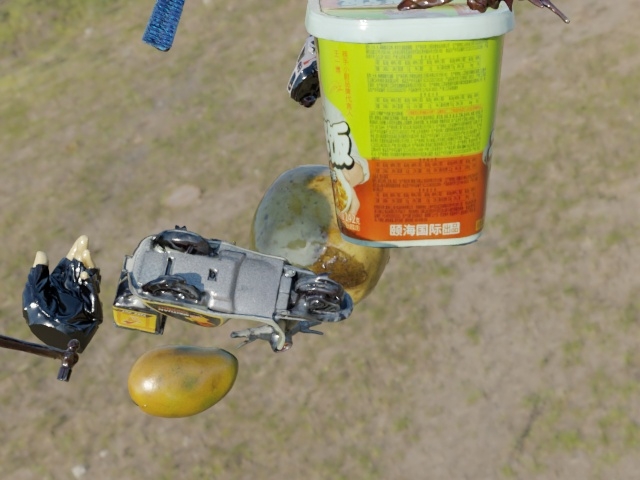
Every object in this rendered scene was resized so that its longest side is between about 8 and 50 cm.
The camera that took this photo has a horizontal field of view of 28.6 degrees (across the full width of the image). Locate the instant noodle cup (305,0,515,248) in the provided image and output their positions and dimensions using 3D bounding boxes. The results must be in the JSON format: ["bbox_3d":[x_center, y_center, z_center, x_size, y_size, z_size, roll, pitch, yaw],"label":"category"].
[{"bbox_3d":[0.118,-0.165,1.666,0.294,0.307,0.294,-2,20,1],"label":"instant noodle cup"}]

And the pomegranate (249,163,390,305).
[{"bbox_3d":[0.000,0.000,2.226,0.281,0.281,0.281,-19,24,9],"label":"pomegranate"}]

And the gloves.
[{"bbox_3d":[-0.459,0.086,2.289,0.164,0.124,0.203,22,56,0],"label":"gloves"}]

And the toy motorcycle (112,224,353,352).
[{"bbox_3d":[-0.096,0.062,1.392,0.263,0.157,0.091,11,60,-2],"label":"toy motorcycle"}]

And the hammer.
[{"bbox_3d":[-0.429,0.156,1.803,0.021,0.178,0.065,-4,71,52],"label":"hammer"}]

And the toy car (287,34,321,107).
[{"bbox_3d":[0.010,-0.315,2.203,0.210,0.108,0.089,-27,-23,-38],"label":"toy car"}]

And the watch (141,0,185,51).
[{"bbox_3d":[-0.210,-0.454,2.096,0.276,0.068,0.274,-54,23,8],"label":"watch"}]

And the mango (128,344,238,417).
[{"bbox_3d":[-0.205,0.211,1.873,0.163,0.111,0.089,7,5,-13],"label":"mango"}]

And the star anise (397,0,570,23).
[{"bbox_3d":[0.167,-0.265,1.202,0.158,0.140,0.144,-58,16,-4],"label":"star anise"}]
